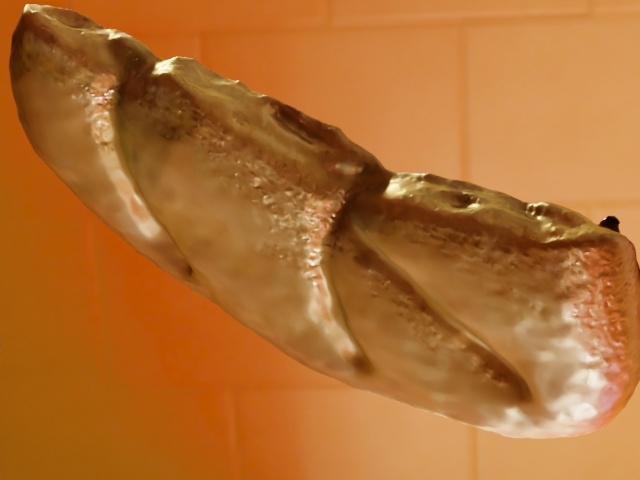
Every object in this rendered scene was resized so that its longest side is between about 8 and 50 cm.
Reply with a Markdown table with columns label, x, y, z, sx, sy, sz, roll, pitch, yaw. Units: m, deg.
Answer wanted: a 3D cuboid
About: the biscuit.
| label | x | y | z | sx | sy | sz | roll | pitch | yaw |
| --- | --- | --- | --- | --- | --- | --- | --- | --- | --- |
| biscuit | -0.002 | 0.002 | 0.721 | 0.045 | 0.299 | 0.154 | -57 | 163 | -37 |
